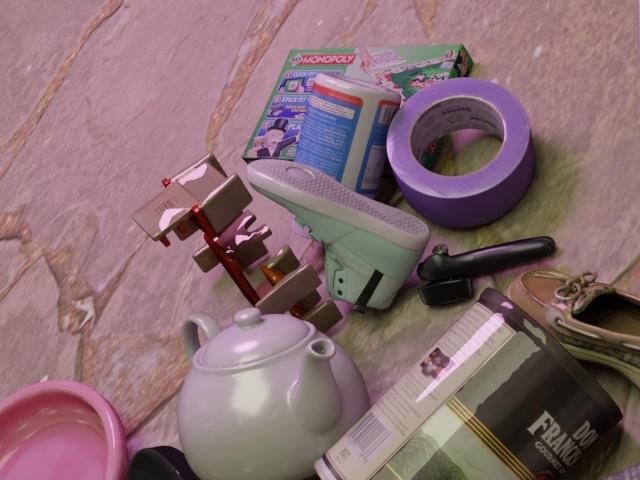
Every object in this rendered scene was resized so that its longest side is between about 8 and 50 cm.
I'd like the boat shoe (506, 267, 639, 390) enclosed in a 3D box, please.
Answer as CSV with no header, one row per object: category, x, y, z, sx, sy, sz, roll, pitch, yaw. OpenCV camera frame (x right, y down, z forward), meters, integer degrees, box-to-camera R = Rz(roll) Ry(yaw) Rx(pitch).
boat shoe,0.332,0.089,1.300,0.285,0.089,0.105,27,47,37

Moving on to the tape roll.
tape roll,0.187,-0.118,1.544,0.189,0.080,0.189,-7,61,12

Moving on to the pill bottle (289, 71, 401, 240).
pill bottle,0.026,-0.111,1.601,0.124,0.124,0.221,27,106,43

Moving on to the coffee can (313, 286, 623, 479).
coffee can,0.159,0.217,1.267,0.275,0.201,0.201,-45,45,-1

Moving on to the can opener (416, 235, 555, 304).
can opener,0.209,0.026,1.484,0.186,0.073,0.059,-18,11,19

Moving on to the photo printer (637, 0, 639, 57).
photo printer,0.529,-0.324,1.474,0.256,0.107,0.307,-10,53,28

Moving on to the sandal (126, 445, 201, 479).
sandal,-0.123,0.384,1.364,0.446,0.107,0.167,20,107,47

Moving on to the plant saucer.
plant saucer,-0.395,0.359,1.622,0.332,0.084,0.332,-17,50,22

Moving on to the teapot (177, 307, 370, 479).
teapot,-0.070,0.171,1.408,0.256,0.187,0.252,-13,12,13

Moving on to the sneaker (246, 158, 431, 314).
sneaker,0.000,0.000,1.522,0.256,0.151,0.094,26,27,6

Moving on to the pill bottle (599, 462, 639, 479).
pill bottle,0.369,0.274,1.110,0.283,0.161,0.161,-28,47,15

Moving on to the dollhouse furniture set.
dollhouse furniture set,-0.130,0.020,1.567,0.135,0.259,0.262,-40,43,-10

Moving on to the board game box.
board game box,0.052,-0.196,1.749,0.317,0.046,0.213,6,62,37
